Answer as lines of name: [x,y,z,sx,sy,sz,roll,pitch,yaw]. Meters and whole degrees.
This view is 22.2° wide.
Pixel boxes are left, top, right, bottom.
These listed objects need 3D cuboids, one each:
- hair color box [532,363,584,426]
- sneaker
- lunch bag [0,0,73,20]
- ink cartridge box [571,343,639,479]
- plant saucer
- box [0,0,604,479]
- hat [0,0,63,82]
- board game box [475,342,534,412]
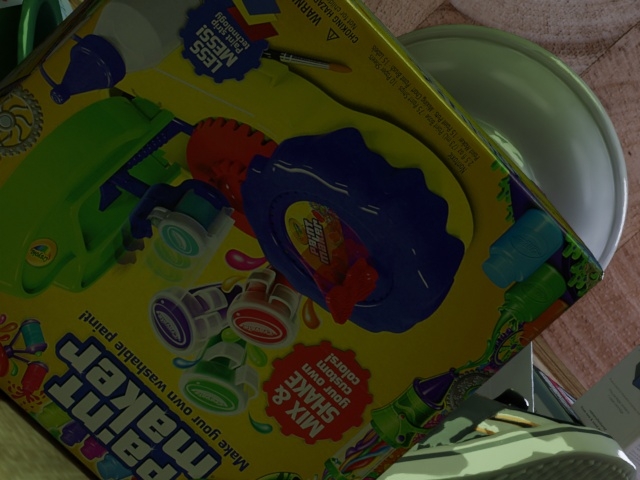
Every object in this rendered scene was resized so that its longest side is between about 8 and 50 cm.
hair color box: [0.334,0.301,1.965,0.374,0.113,0.185,38,13,-49]
sneaker: [0.095,0.154,1.179,0.321,0.126,0.127,7,33,-43]
lunch bag: [-0.299,-0.232,1.347,0.176,0.090,0.219,41,10,-40]
ink cartridge box: [0.412,0.173,1.831,0.154,0.212,0.093,38,13,-45]
plant saucer: [0.167,-0.059,1.988,0.400,0.400,0.100,47,30,0]
box: [-0.050,-0.011,0.932,0.290,0.279,0.177,44,9,-14]
hat: [-0.273,-0.100,1.105,0.173,0.183,0.209,-90,179,-68]
board game box: [0.156,0.074,1.810,0.303,0.097,0.224,-111,-164,-68]
